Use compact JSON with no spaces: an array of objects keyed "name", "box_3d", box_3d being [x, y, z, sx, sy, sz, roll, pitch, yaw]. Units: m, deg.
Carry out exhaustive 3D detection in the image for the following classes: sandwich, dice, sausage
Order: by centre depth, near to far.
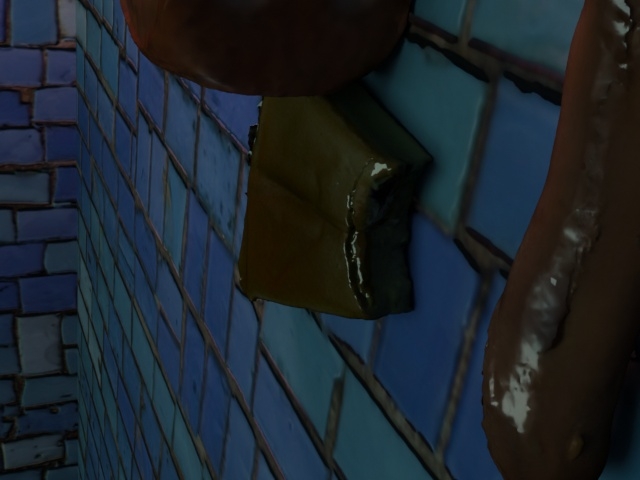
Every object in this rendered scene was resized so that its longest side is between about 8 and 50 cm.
[{"name":"sausage","box_3d":[0.122,-0.013,0.355,0.078,0.078,0.304,-133,43,-54]},{"name":"dice","box_3d":[-0.037,-0.208,0.554,0.174,0.179,0.175,59,140,47]},{"name":"sandwich","box_3d":[0.000,0.000,0.639,0.212,0.063,0.245,-124,36,-45]}]
